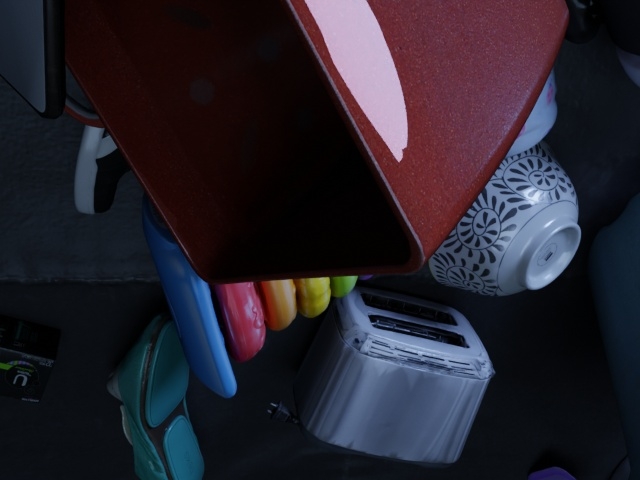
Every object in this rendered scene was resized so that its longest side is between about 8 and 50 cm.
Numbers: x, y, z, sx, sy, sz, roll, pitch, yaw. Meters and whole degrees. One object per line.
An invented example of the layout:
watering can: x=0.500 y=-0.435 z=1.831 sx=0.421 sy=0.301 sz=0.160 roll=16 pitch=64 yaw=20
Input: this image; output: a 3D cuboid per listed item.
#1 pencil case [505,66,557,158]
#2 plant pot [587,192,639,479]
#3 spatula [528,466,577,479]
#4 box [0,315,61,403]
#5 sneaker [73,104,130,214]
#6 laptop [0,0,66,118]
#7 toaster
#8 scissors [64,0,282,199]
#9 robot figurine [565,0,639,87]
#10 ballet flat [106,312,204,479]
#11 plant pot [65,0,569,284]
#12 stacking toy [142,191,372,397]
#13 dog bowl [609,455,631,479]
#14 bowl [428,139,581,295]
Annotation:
pencil case: x=0.121 y=-0.201 z=0.633 sx=0.124 sy=0.113 sz=0.273 roll=14 pitch=133 yaw=36
plant pot: x=0.416 y=0.121 z=0.720 sx=0.341 sy=0.334 sz=0.341 roll=-1 pitch=138 yaw=-1
spatula: x=0.383 y=0.410 z=1.015 sx=0.296 sy=0.030 sz=0.084 roll=52 pitch=145 yaw=5
box: x=-0.314 y=0.118 z=0.789 sx=0.083 sy=0.052 sz=0.062 roll=17 pitch=117 yaw=-21
sneaker: x=-0.133 y=-0.107 z=0.663 sx=0.121 sy=0.079 sz=0.217 roll=13 pitch=117 yaw=-14
laptop: x=-0.331 y=-0.302 z=0.411 sx=0.236 sy=0.408 sz=0.382 roll=-18 pitch=133 yaw=-37
toaster: x=0.070 y=0.141 z=0.829 sx=0.227 sy=0.129 sz=0.146 roll=14 pitch=114 yaw=-15
scissors: x=-0.111 y=-0.074 z=0.623 sx=0.109 sy=0.021 sz=0.297 roll=-37 pitch=107 yaw=7
robot figurine: x=0.294 y=-0.240 z=0.606 sx=0.173 sy=0.209 sz=0.278 roll=-39 pitch=121 yaw=-10
ballet flat: x=-0.184 y=0.176 z=0.832 sx=0.087 sy=0.083 sz=0.247 roll=12 pitch=126 yaw=22
plant pot: x=-0.002 y=-0.149 z=0.509 sx=0.236 sy=0.267 sz=0.267 roll=-38 pitch=106 yaw=-29
stacking toy: x=0.000 y=0.000 z=0.728 sx=0.302 sy=0.175 sz=0.165 roll=-18 pitch=122 yaw=-12
dog bowl: x=0.532 y=0.362 z=1.057 sx=0.265 sy=0.104 sz=0.265 roll=-5 pitch=122 yaw=-7
bowl: x=0.192 y=-0.005 z=0.743 sx=0.170 sy=0.080 sz=0.170 roll=-26 pitch=137 yaw=-27
